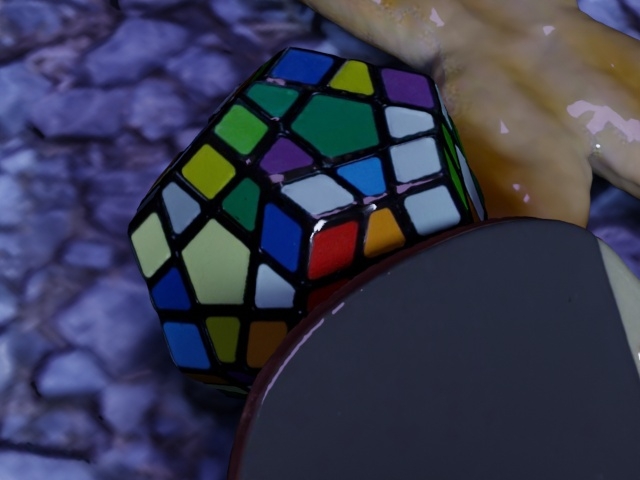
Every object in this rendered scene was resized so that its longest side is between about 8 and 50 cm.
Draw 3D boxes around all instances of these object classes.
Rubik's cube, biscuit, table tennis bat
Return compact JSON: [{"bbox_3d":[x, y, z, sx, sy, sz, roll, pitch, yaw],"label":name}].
[{"bbox_3d":[0.000,0.000,0.560,0.112,0.133,0.133,40,51,-8],"label":"Rubik's cube"},{"bbox_3d":[0.077,-0.080,0.683,0.164,0.047,0.208,-18,57,-19],"label":"biscuit"},{"bbox_3d":[0.088,0.058,0.534,0.274,0.021,0.154,-24,102,-29],"label":"table tennis bat"}]
